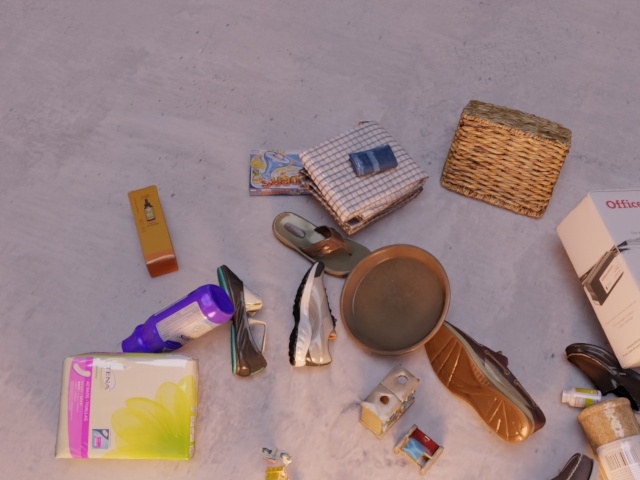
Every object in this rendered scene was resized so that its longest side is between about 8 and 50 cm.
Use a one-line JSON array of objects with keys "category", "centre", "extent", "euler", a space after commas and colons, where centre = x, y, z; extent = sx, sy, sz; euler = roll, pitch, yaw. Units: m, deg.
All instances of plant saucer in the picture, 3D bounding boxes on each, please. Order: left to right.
[{"category": "plant saucer", "centre": [0.179, 0.142, 1.765], "extent": [0.278, 0.041, 0.277], "euler": [-11, 64, 23]}]

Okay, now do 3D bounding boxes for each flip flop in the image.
[{"category": "flip flop", "centre": [0.000, 0.000, 1.880], "extent": [0.277, 0.080, 0.112], "euler": [30, 64, 14]}]

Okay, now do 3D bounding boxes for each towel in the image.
[{"category": "towel", "centre": [0.104, -0.163, 1.936], "extent": [0.284, 0.121, 0.235], "euler": [-29, 70, -27]}, {"category": "towel", "centre": [0.135, -0.203, 1.878], "extent": [0.120, 0.029, 0.067], "euler": [-15, 66, -22]}]

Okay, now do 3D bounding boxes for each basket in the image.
[{"category": "basket", "centre": [0.503, -0.231, 2.013], "extent": [0.299, 0.222, 0.213], "euler": [18, 28, 10]}]

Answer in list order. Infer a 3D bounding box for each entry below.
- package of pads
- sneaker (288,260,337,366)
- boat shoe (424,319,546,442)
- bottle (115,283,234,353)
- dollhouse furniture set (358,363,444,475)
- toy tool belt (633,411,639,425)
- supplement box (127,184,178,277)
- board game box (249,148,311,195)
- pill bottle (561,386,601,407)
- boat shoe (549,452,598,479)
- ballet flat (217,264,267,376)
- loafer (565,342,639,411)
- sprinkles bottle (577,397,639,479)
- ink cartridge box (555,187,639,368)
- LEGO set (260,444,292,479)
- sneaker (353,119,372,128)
[{"category": "package of pads", "centre": [-0.418, 0.358, 1.622], "extent": [0.297, 0.101, 0.229], "euler": [1, 80, 0]}, {"category": "sneaker", "centre": [-0.011, 0.178, 1.777], "extent": [0.108, 0.100, 0.271], "euler": [11, 62, -10]}, {"category": "boat shoe", "centre": [0.377, 0.308, 1.696], "extent": [0.123, 0.123, 0.342], "euler": [-9, 43, -41]}, {"category": "bottle", "centre": [-0.341, 0.202, 1.703], "extent": [0.283, 0.118, 0.092], "euler": [-30, 72, 11]}, {"category": "dollhouse furniture set", "centre": [0.197, 0.392, 1.621], "extent": [0.184, 0.129, 0.129], "euler": [37, 66, 21]}, {"category": "toy tool belt", "centre": [0.724, 0.416, 1.662], "extent": [0.083, 0.052, 0.051], "euler": [5, 91, 6]}, {"category": "supplement box", "centre": [-0.430, -0.026, 1.899], "extent": [0.078, 0.080, 0.233], "euler": [-16, 62, -10]}, {"category": "board game box", "centre": [-0.092, -0.186, 2.017], "extent": [0.201, 0.035, 0.136], "euler": [-1, 59, -1]}, {"category": "pill bottle", "centre": [0.595, 0.359, 1.689], "extent": [0.083, 0.043, 0.043], "euler": [5, 59, 12]}, {"category": "boat shoe", "centre": [0.460, 0.564, 1.532], "extent": [0.097, 0.116, 0.324], "euler": [36, 71, 16]}, {"category": "ballet flat", "centre": [-0.182, 0.188, 1.771], "extent": [0.096, 0.095, 0.280], "euler": [-6, 69, -15]}, {"category": "loafer", "centre": [0.660, 0.313, 1.697], "extent": [0.220, 0.080, 0.078], "euler": [30, 63, 16]}, {"category": "sprinkles bottle", "centre": [0.667, 0.515, 1.554], "extent": [0.121, 0.121, 0.355], "euler": [-12, 60, -7]}, {"category": "ink cartridge box", "centre": [0.782, 0.079, 1.751], "extent": [0.286, 0.166, 0.394], "euler": [-3, 58, -22]}, {"category": "LEGO set", "centre": [-0.122, 0.582, 1.548], "extent": [0.132, 0.107, 0.287], "euler": [7, 58, 45]}, {"category": "sneaker", "centre": [0.094, -0.294, 2.062], "extent": [0.134, 0.070, 0.051], "euler": [-31, 66, -16]}]
